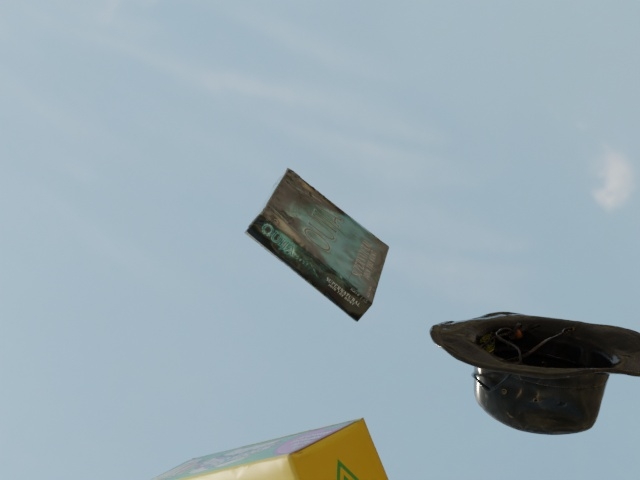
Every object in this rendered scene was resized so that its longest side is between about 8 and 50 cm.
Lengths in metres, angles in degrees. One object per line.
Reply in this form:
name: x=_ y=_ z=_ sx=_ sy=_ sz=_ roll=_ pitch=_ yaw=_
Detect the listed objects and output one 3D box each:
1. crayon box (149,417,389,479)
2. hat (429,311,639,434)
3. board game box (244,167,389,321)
crayon box: x=-0.027 y=0.359 z=1.744 sx=0.106 sy=0.363 sz=0.313 roll=-20 pitch=-91 yaw=-34
hat: x=0.314 y=0.200 z=2.466 sx=0.331 sy=0.134 sz=0.331 roll=4 pitch=-169 yaw=-1
board game box: x=0.000 y=0.000 z=1.569 sx=0.126 sy=0.026 sz=0.186 roll=38 pitch=-165 yaw=-5
